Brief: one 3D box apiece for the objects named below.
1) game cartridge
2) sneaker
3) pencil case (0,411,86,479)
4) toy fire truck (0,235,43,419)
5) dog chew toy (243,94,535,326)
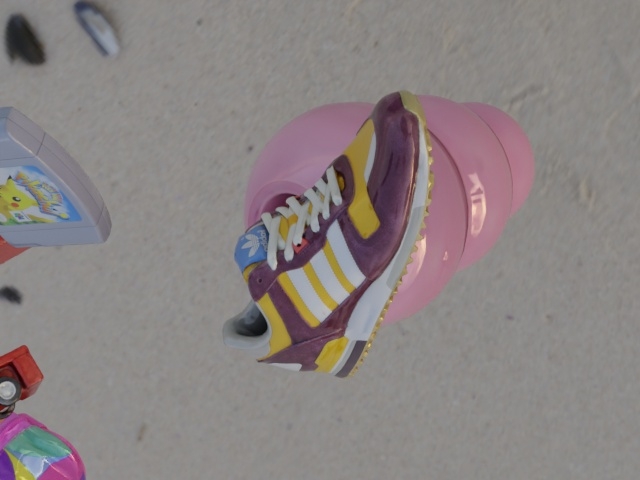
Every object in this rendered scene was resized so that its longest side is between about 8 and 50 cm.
[{"bbox_3d":[-0.125,-0.024,0.483,0.056,0.017,0.083,-6,144,21],"label":"game cartridge"},{"bbox_3d":[0.000,0.000,0.612,0.084,0.069,0.185,10,125,-11],"label":"sneaker"},{"bbox_3d":[-0.284,0.229,0.866,0.104,0.236,0.104,25,140,23],"label":"pencil case"},{"bbox_3d":[-0.259,0.066,0.783,0.135,0.192,0.047,57,152,8],"label":"toy fire truck"},{"bbox_3d":[0.085,-0.047,1.096,0.207,0.332,0.206,19,119,37],"label":"dog chew toy"}]
